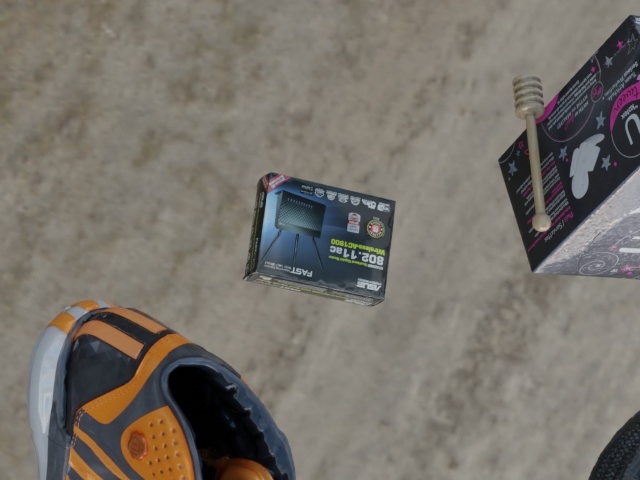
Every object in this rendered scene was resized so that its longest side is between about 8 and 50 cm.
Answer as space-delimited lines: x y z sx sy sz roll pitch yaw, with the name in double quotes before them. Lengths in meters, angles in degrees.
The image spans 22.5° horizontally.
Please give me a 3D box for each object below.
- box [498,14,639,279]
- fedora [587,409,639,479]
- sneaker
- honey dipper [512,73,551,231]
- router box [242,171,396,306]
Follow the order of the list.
"box" 0.312 -0.079 1.544 0.163 0.247 0.142 4 58 -27
"fedora" 0.366 0.274 1.311 0.152 0.334 0.334 66 48 -75
"sneaker" -0.113 0.209 1.116 0.124 0.180 0.321 -26 123 -43
"honey dipper" 0.205 -0.084 1.537 0.030 0.030 0.160 27 52 -48
"router box" 0.000 0.000 1.390 0.122 0.038 0.092 12 74 -17
